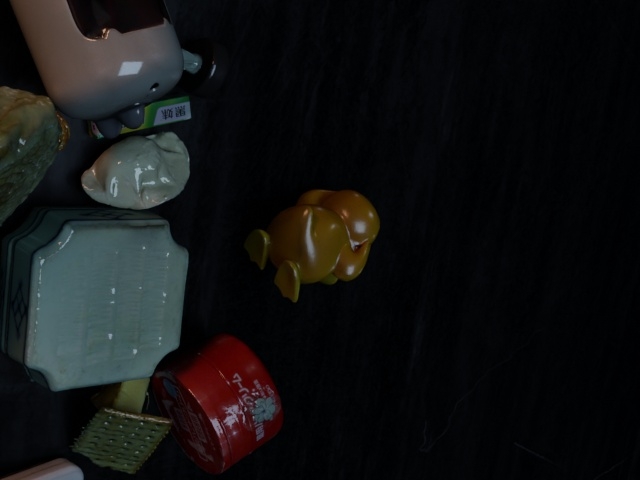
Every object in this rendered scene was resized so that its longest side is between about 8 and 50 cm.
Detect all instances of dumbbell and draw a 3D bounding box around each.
[{"bbox_3d":[-0.249,-0.305,1.592,0.191,0.100,0.100,16,93,-41],"label":"dumbbell"}]

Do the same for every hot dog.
[{"bbox_3d":[-0.425,-0.173,1.531,0.058,0.035,0.083,-46,128,-15],"label":"hot dog"}]

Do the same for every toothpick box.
[{"bbox_3d":[-0.326,-0.306,1.405,0.229,0.229,0.316,-23,96,-33],"label":"toothpick box"}]

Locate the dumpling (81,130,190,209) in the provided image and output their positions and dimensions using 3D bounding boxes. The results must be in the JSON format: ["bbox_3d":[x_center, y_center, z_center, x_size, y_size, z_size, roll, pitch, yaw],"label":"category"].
[{"bbox_3d":[-0.291,-0.102,1.599,0.169,0.134,0.100,-22,151,-48],"label":"dumpling"}]

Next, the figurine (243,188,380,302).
[{"bbox_3d":[-0.003,-0.003,1.846,0.228,0.215,0.215,-2,106,-54],"label":"figurine"}]

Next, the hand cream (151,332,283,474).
[{"bbox_3d":[-0.185,0.290,1.762,0.149,0.230,0.230,-30,122,-33],"label":"hand cream"}]

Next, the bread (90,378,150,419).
[{"bbox_3d":[-0.333,0.274,1.726,0.109,0.080,0.084,-50,132,-13],"label":"bread"}]

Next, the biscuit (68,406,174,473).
[{"bbox_3d":[-0.351,0.347,1.701,0.144,0.016,0.203,17,136,-25],"label":"biscuit"}]

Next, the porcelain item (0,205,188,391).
[{"bbox_3d":[-0.369,0.087,1.582,0.281,0.157,0.285,-5,106,-41],"label":"porcelain item"}]

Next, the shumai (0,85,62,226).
[{"bbox_3d":[-0.548,-0.130,1.373,0.263,0.304,0.309,44,60,-4],"label":"shumai"}]

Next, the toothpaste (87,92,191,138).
[{"bbox_3d":[-0.299,-0.208,1.624,0.178,0.037,0.043,-18,114,-35],"label":"toothpaste"}]

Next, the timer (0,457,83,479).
[{"bbox_3d":[-0.517,0.476,1.632,0.253,0.078,0.178,-13,113,-43],"label":"timer"}]
